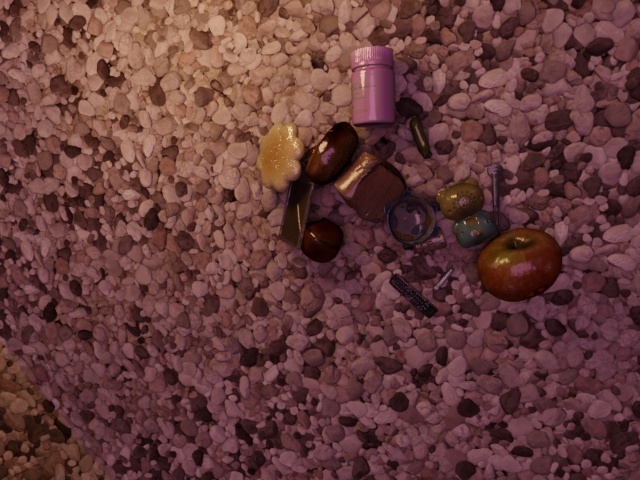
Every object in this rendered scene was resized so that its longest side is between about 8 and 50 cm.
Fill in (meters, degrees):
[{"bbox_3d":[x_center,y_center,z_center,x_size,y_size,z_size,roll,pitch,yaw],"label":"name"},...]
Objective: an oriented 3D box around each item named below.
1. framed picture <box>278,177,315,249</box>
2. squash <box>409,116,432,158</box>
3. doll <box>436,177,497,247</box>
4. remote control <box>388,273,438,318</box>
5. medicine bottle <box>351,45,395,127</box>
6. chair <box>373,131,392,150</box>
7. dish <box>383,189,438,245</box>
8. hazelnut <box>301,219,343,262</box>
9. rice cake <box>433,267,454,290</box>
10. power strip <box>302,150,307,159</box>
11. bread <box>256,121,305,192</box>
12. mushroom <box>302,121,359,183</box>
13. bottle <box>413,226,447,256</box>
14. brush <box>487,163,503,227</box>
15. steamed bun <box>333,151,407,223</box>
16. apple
[{"bbox_3d":[-0.107,-0.125,1.887,0.016,0.213,0.288,7,101,-31],"label":"framed picture"},{"bbox_3d":[0.416,-0.426,1.809,0.052,0.052,0.183,-20,97,13],"label":"squash"},{"bbox_3d":[0.594,-0.110,1.761,0.177,0.161,0.260,-24,95,15],"label":"doll"},{"bbox_3d":[0.409,0.244,1.914,0.245,0.025,0.063,42,104,2],"label":"remote control"},{"bbox_3d":[0.212,-0.613,1.754,0.179,0.178,0.290,-2,97,11],"label":"medicine bottle"},{"bbox_3d":[0.266,-0.421,1.846,0.037,0.042,0.086,50,139,2],"label":"chair"},{"bbox_3d":[0.374,-0.090,1.800,0.228,0.086,0.236,-41,97,-5],"label":"dish"},{"bbox_3d":[0.000,0.000,1.867,0.208,0.208,0.207,2,98,11],"label":"hazelnut"},{"bbox_3d":[0.534,0.168,1.882,0.022,0.021,0.121,36,105,-1],"label":"rice cake"},{"bbox_3d":[-0.044,-0.364,1.919,0.090,0.016,0.040,29,103,6],"label":"power strip"},{"bbox_3d":[-0.178,-0.355,1.845,0.316,0.054,0.315,-3,86,48],"label":"bread"},{"bbox_3d":[0.045,-0.348,1.770,0.163,0.297,0.278,44,144,-10],"label":"mushroom"},{"bbox_3d":[0.450,0.011,1.838,0.152,0.099,0.098,-21,94,10],"label":"bottle"},{"bbox_3d":[0.726,-0.185,1.798,0.062,0.027,0.265,-4,101,12],"label":"brush"},{"bbox_3d":[0.192,-0.226,1.783,0.251,0.301,0.199,-51,49,4],"label":"steamed bun"},{"bbox_3d":[0.782,0.105,1.706,0.310,0.277,0.249,-12,121,28],"label":"apple"}]
